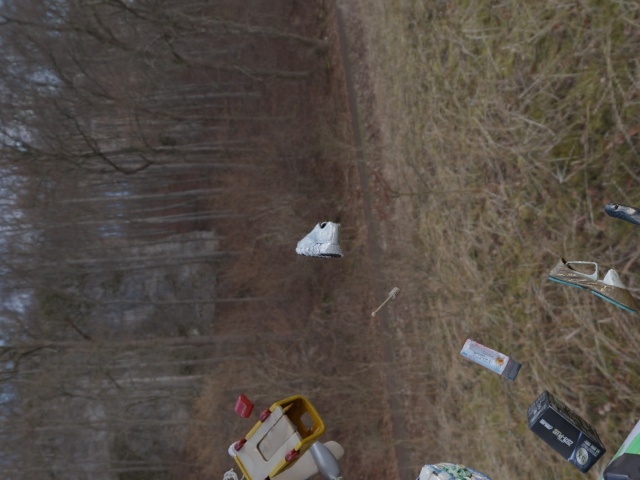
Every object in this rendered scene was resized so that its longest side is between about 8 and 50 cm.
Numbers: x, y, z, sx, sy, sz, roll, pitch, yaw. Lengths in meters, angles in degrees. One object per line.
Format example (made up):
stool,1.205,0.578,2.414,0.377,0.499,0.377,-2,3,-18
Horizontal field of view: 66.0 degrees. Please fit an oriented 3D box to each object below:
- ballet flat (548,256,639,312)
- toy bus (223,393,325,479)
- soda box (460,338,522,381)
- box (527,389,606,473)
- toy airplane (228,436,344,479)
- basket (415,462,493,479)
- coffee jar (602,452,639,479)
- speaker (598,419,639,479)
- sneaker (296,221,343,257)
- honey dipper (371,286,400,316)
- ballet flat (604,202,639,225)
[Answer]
ballet flat,1.052,0.152,1.887,0.343,0.116,0.124,28,102,46
toy bus,-0.080,0.390,0.941,0.104,0.202,0.190,1,-92,-53
soda box,0.512,0.360,1.494,0.058,0.063,0.183,-61,24,-5
box,0.592,0.459,1.203,0.077,0.147,0.180,-54,-19,10
toy airplane,-0.112,0.740,1.492,0.273,0.385,0.385,-29,31,50
basket,0.365,0.664,1.182,0.289,0.255,0.201,43,-109,-38
coffee jar,0.595,0.496,0.907,0.079,0.096,0.184,-25,85,54
speaker,0.664,0.500,1.017,0.296,0.131,0.131,-59,-1,5
sneaker,0.000,0.000,1.688,0.292,0.110,0.118,173,102,-65
honey dipper,0.236,0.224,1.783,0.161,0.031,0.030,-38,-48,-37
ballet flat,1.105,-0.092,1.767,0.049,0.057,0.173,36,-176,-34
